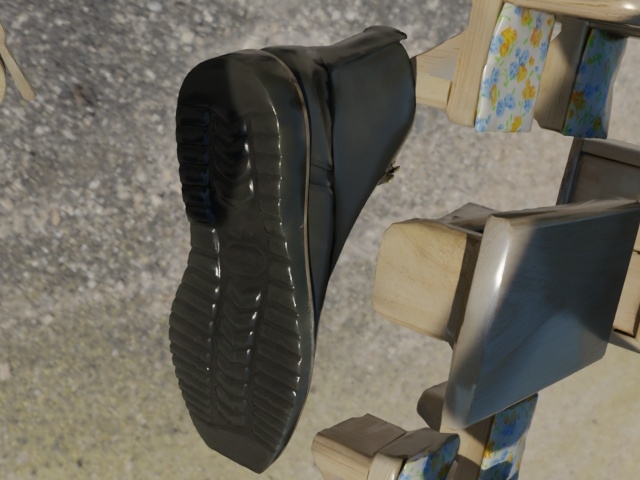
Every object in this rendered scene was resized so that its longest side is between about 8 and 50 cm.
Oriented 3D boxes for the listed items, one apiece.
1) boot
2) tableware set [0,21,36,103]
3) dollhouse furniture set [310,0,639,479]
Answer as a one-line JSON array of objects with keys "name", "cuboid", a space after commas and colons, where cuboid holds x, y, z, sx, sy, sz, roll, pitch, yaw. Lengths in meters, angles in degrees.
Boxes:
[{"name": "boot", "cuboid": [0.000, 0.000, 0.507, 0.137, 0.076, 0.198, -30, 134, -51]}, {"name": "tableware set", "cuboid": [-0.316, -0.189, 0.855, 0.039, 0.128, 0.194, -76, 151, -51]}, {"name": "dollhouse furniture set", "cuboid": [0.218, 0.038, 0.697, 0.394, 0.256, 0.362, -8, 113, -56]}]
